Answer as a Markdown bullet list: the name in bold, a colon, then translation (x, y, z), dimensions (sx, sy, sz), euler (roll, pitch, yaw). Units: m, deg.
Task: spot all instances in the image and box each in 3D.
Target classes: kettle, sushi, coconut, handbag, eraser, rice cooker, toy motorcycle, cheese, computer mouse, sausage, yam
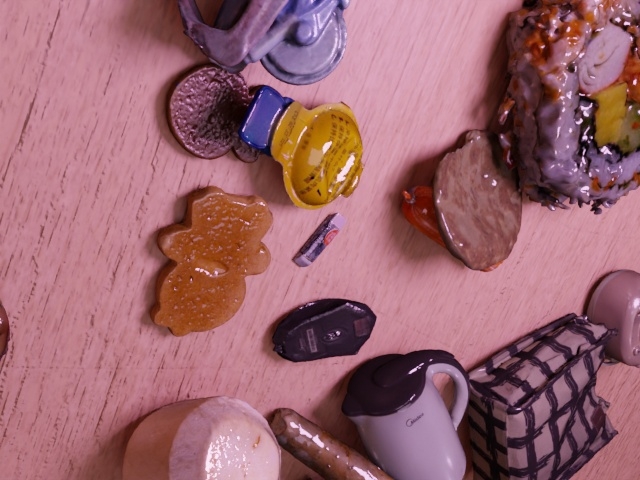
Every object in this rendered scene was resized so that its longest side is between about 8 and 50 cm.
- **kettle**: translation (0.163, 0.298, 1.148), dimensions (0.221, 0.161, 0.236), euler (-31, 119, -11)
- **sushi**: translation (0.453, -0.228, 1.063), dimensions (0.417, 0.176, 0.418), euler (-11, 116, -24)
- **coconut**: translation (-0.174, 0.329, 0.962), dimensions (0.202, 0.222, 0.202), euler (20, 60, -40)
- **handbag**: translation (0.437, 0.336, 1.315), dimensions (0.327, 0.162, 0.325), euler (-26, 123, -23)
- **eraser**: translation (0.000, 0.000, 1.014), dimensions (0.099, 0.019, 0.027), euler (-50, 125, -2)
- **rice cooker**: translation (0.619, 0.161, 1.356), dimensions (0.145, 0.127, 0.206), euler (-17, 110, -21)
- **toy motorcycle**: translation (-0.047, -0.340, 0.739), dimensions (0.241, 0.182, 0.319), euler (16, 99, -34)
- **cheese**: translation (-0.016, -0.126, 0.897), dimensions (0.250, 0.064, 0.157), euler (28, 88, -53)
- **computer mouse**: translation (0.004, 0.137, 1.057), dimensions (0.172, 0.057, 0.099), euler (-14, 120, -10)
- **sausage**: translation (0.208, -0.024, 1.086), dimensions (0.234, 0.071, 0.071), euler (30, 95, -34)
- **yam**: translation (0.052, 0.379, 1.089), dimensions (0.317, 0.067, 0.071), euler (36, 111, -1)

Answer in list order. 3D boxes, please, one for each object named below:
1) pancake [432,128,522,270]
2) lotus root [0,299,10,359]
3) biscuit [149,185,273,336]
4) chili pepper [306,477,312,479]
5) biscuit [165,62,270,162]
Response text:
- **pancake**: translation (0.250, -0.063, 1.056), dimensions (0.222, 0.042, 0.236), euler (49, 52, -30)
- **lotus root**: translation (-0.479, 0.102, 0.736), dimensions (0.180, 0.199, 0.188), euler (-28, 86, 20)
- **biscuit**: translation (-0.153, 0.034, 0.937), dimensions (0.166, 0.036, 0.226), euler (10, 109, -31)
- **chili pepper**: translation (-0.042, 0.518, 1.200), dimensions (0.050, 0.052, 0.202), euler (0, 111, -13)
- **biscuit**: translation (-0.118, -0.160, 0.876), dimensions (0.175, 0.026, 0.124), euler (13, 106, -32)
